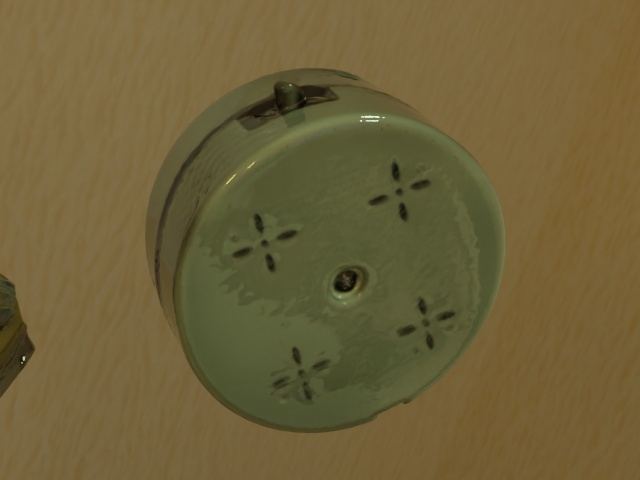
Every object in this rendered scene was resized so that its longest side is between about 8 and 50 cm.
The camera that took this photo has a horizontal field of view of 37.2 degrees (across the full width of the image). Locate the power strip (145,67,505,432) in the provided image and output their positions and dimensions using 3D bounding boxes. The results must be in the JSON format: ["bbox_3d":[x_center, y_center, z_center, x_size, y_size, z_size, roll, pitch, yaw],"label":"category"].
[{"bbox_3d":[0.000,0.000,0.934,0.357,0.357,0.161,14,19,-27],"label":"power strip"}]

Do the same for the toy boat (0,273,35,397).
[{"bbox_3d":[-0.420,0.179,0.865,0.162,0.136,0.445,40,36,-11],"label":"toy boat"}]
